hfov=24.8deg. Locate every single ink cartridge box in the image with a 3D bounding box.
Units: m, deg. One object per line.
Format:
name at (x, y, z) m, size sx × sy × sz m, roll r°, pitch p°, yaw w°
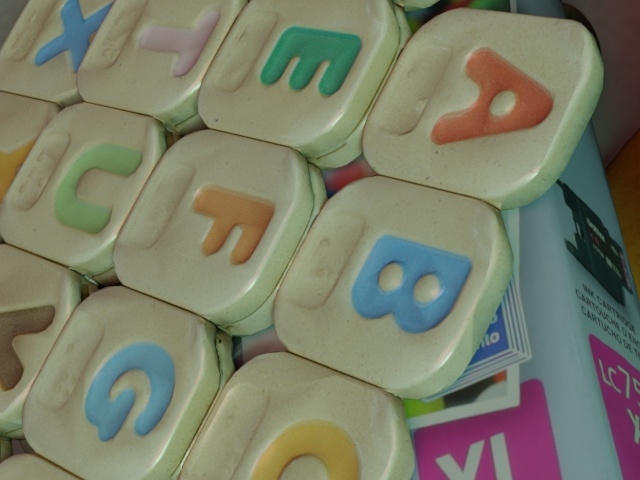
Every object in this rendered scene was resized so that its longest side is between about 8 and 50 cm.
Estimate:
ink cartridge box at (0.000, 0.000, 0.473) m, size 0.186 × 0.065 × 0.311 m, roll -28°, pitch 46°, yaw 27°

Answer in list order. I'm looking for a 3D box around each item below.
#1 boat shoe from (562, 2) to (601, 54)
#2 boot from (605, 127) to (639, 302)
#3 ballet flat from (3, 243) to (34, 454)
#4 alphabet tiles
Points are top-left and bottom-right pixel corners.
boat shoe at (0.038, 0.000, 0.530) m, size 0.072 × 0.068 × 0.190 m, roll 15°, pitch 74°, yaw 39°
boot at (0.156, -0.068, 0.406) m, size 0.295 × 0.211 × 0.104 m, roll -38°, pitch 64°, yaw 11°
ballet flat at (-0.101, 0.044, 0.579) m, size 0.232 × 0.080 × 0.073 m, roll 55°, pitch 129°, yaw 27°
alphabet tiles at (-0.055, -0.010, 0.466) m, size 0.278 × 0.021 × 0.284 m, roll 17°, pitch 75°, yaw 45°
